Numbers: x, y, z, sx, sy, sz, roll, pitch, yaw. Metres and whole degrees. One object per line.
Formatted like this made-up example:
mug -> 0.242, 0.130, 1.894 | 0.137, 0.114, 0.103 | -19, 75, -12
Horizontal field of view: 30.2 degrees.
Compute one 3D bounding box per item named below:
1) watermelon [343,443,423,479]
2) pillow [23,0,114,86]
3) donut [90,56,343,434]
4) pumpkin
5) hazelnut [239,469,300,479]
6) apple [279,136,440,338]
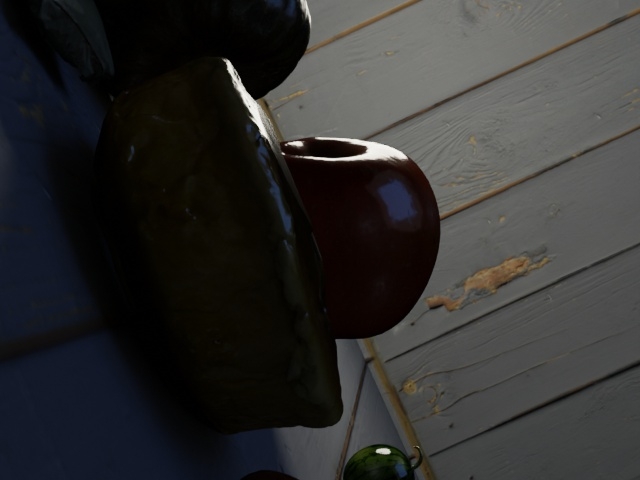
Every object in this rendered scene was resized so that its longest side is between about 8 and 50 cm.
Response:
watermelon -> 0.085, 0.325, 1.609 | 0.109, 0.109, 0.109 | -24, 90, -87
pillow -> -0.227, -0.222, 0.991 | 0.119, 0.053, 0.208 | 65, -1, -54
donut -> -0.083, 0.008, 0.933 | 0.330, 0.160, 0.330 | -13, 90, -90
pumpkin -> -0.125, -0.195, 1.132 | 0.219, 0.219, 0.162 | 61, 16, -59
hazelnut -> -0.036, 0.205, 0.840 | 0.086, 0.086, 0.086 | -24, 90, -87
apple -> 0.000, 0.000, 1.314 | 0.260, 0.260, 0.216 | -99, -172, -78
